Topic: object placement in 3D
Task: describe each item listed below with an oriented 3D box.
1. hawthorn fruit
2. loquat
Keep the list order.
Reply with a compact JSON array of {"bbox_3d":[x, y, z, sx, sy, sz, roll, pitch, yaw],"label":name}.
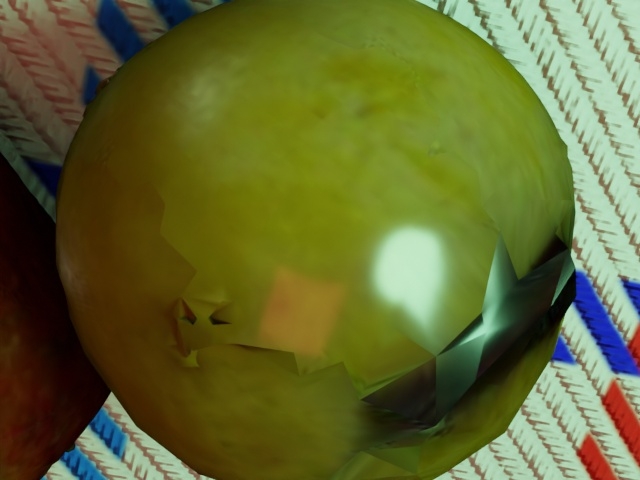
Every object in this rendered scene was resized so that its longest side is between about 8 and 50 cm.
[{"bbox_3d":[-0.203,0.045,0.605,0.224,0.224,0.261,-43,137,20],"label":"hawthorn fruit"},{"bbox_3d":[0.000,0.000,0.569,0.235,0.235,0.235,-2,121,-3],"label":"loquat"}]
